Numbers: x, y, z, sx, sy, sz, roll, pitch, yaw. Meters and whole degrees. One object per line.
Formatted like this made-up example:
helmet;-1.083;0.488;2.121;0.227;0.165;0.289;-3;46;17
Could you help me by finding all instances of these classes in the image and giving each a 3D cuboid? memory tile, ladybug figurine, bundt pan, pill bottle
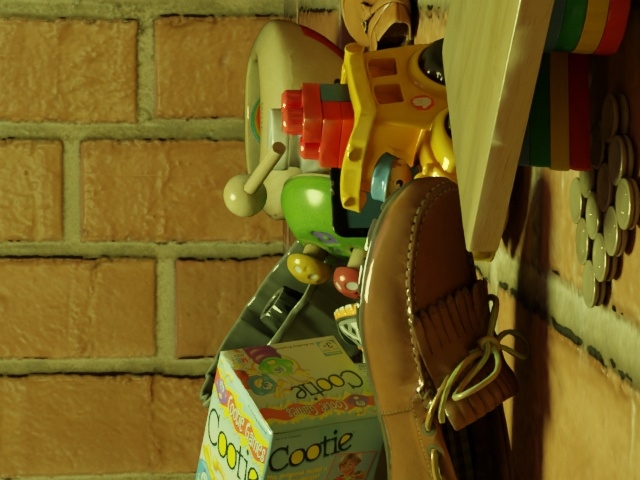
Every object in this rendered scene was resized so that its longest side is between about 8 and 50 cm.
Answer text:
memory tile;0.210;-0.029;1.278;0.148;0.012;0.113;99;169;-58
ladybug figurine;-0.025;-0.184;2.634;0.449;0.162;0.305;-140;50;-81
bundt pan;-0.018;0.116;2.309;0.331;0.124;0.331;-51;11;14
pill bottle;0.031;-0.120;2.063;0.103;0.184;0.103;180;90;-83

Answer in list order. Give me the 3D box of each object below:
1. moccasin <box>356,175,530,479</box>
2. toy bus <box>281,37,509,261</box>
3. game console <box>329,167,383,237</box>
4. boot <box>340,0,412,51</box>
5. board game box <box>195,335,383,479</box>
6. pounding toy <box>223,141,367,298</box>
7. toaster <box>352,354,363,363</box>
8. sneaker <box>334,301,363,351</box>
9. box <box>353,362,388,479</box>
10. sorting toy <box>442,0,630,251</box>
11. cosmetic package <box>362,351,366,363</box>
moccasin;0.119;0.131;1.531;0.147;0.139;0.380;4;101;38
toy bus;0.070;-0.091;1.632;0.220;0.212;0.149;-100;13;-48
game console;0.084;-0.076;1.781;0.085;0.144;0.124;-99;11;-46
boot;0.074;-0.272;2.191;0.197;0.073;0.152;95;168;-56
board game box;-0.042;0.260;1.885;0.142;0.144;0.275;53;140;45
pounding toy;0.000;0.000;2.033;0.183;0.237;0.110;-29;36;66
toaster;-0.005;0.217;2.554;0.129;0.147;0.227;-98;11;-52
sneaker;0.077;0.108;2.052;0.215;0.084;0.083;150;110;-69
box;0.065;0.314;2.069;0.148;0.121;0.311;-108;19;-67
sorting toy;0.161;-0.166;1.294;0.255;0.089;0.257;-92;7;-47
cosmetic package;0.084;0.185;2.169;0.041;0.060;0.115;-169;77;-82
